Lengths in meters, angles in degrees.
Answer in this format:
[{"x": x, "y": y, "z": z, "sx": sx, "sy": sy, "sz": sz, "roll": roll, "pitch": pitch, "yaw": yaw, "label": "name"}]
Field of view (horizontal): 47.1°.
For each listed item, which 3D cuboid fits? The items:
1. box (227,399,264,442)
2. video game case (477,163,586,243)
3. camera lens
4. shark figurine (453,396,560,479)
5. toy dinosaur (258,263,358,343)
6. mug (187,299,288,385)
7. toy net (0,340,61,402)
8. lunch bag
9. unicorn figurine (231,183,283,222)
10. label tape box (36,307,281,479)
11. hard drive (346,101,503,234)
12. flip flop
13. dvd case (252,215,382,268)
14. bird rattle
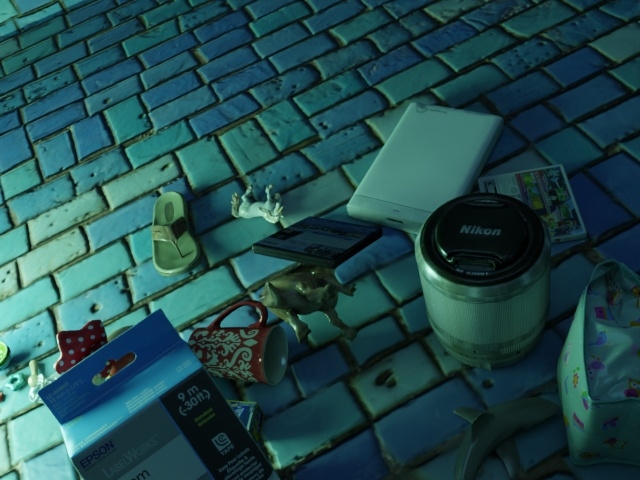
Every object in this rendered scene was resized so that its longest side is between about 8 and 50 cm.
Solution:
[{"x": -0.193, "y": 0.328, "z": 1.346, "sx": 0.168, "sy": 0.054, "sz": 0.059, "roll": 0, "pitch": 50, "yaw": 17, "label": "box"}, {"x": 0.434, "y": -0.070, "z": 1.527, "sx": 0.183, "sy": 0.023, "sz": 0.201, "roll": -9, "pitch": 48, "yaw": 9, "label": "video game case"}, {"x": 0.286, "y": 0.070, "z": 1.280, "sx": 0.219, "sy": 0.274, "sz": 0.219, "roll": -8, "pitch": 49, "yaw": 10, "label": "camera lens"}, {"x": 0.257, "y": 0.337, "z": 1.172, "sx": 0.166, "sy": 0.116, "sz": 0.278, "roll": 15, "pitch": 54, "yaw": 29, "label": "shark figurine"}, {"x": -0.043, "y": 0.098, "z": 1.400, "sx": 0.200, "sy": 0.295, "sz": 0.127, "roll": 27, "pitch": 107, "yaw": 36, "label": "toy dinosaur"}, {"x": -0.157, "y": 0.199, "z": 1.410, "sx": 0.169, "sy": 0.113, "sz": 0.150, "roll": -1, "pitch": 61, "yaw": 21, "label": "mug"}, {"x": -0.625, "y": 0.290, "z": 1.512, "sx": 0.232, "sy": 0.045, "sz": 0.122, "roll": 12, "pitch": 55, "yaw": 25, "label": "toy net"}, {"x": 0.460, "y": 0.192, "z": 1.160, "sx": 0.160, "sy": 0.223, "sz": 0.262, "roll": 0, "pitch": 49, "yaw": 9, "label": "lunch bag"}, {"x": -0.132, "y": -0.080, "z": 1.685, "sx": 0.161, "sy": 0.060, "sz": 0.111, "roll": -14, "pitch": 46, "yaw": 26, "label": "unicorn figurine"}, {"x": -0.265, "y": 0.323, "z": 1.200, "sx": 0.249, "sy": 0.348, "sz": 0.115, "roll": -34, "pitch": 5, "yaw": -13, "label": "label tape box"}, {"x": 0.240, "y": -0.167, "z": 1.651, "sx": 0.233, "sy": 0.047, "sz": 0.353, "roll": 15, "pitch": 56, "yaw": 27, "label": "hard drive"}, {"x": -0.340, "y": -0.025, "z": 1.675, "sx": 0.112, "sy": 0.080, "sz": 0.277, "roll": -17, "pitch": 48, "yaw": 1, "label": "flip flop"}, {"x": 0.000, "y": 0.000, "z": 1.501, "sx": 0.180, "sy": 0.022, "sz": 0.253, "roll": 11, "pitch": 19, "yaw": 24, "label": "dvd case"}, {"x": -0.396, "y": 0.238, "z": 1.371, "sx": 0.143, "sy": 0.254, "sz": 0.207, "roll": 15, "pitch": 32, "yaw": 26, "label": "bird rattle"}]
